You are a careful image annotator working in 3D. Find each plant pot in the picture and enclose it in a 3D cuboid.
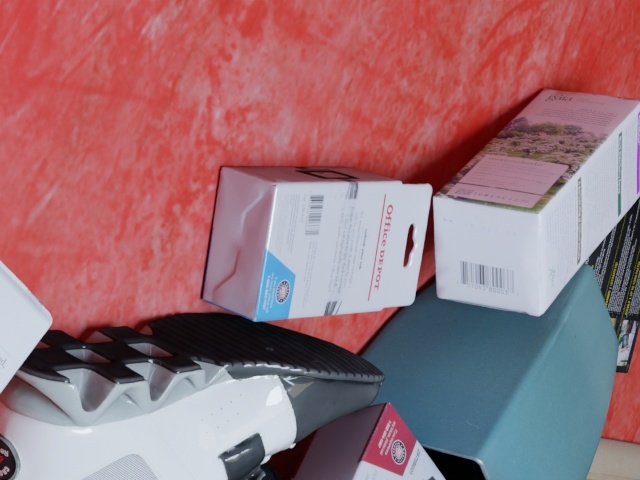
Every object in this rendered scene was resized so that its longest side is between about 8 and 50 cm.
[{"bbox_3d":[0.142,0.127,1.549,0.234,0.165,0.165,-53,137,-29],"label":"plant pot"}]

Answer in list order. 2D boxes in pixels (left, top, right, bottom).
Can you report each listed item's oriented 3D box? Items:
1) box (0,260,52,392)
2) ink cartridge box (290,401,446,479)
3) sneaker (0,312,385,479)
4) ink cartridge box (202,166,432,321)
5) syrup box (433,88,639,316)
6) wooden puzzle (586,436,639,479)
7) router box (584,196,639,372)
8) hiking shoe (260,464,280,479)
[{"bbox_3d":[-0.277,0.019,1.015,0.119,0.181,0.182,-56,137,-19],"label":"box"},{"bbox_3d":[0.052,0.230,1.411,0.175,0.072,0.127,54,38,-23],"label":"ink cartridge box"},{"bbox_3d":[-0.097,0.136,1.319,0.330,0.122,0.146,-2,108,-41],"label":"sneaker"},{"bbox_3d":[0.000,0.000,1.414,0.180,0.060,0.104,-2,104,-48],"label":"ink cartridge box"},{"bbox_3d":[0.184,-0.037,1.539,0.237,0.093,0.096,-42,135,-51],"label":"syrup box"},{"bbox_3d":[0.259,0.313,1.834,0.221,0.044,0.239,15,92,-50],"label":"wooden puzzle"},{"bbox_3d":[0.254,0.030,1.723,0.133,0.046,0.179,9,97,-49],"label":"router box"},{"bbox_3d":[0.012,0.263,1.484,0.304,0.113,0.132,29,83,-49],"label":"hiking shoe"}]
